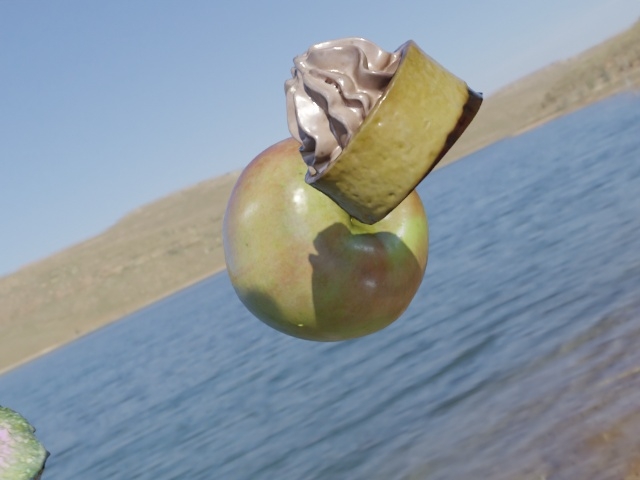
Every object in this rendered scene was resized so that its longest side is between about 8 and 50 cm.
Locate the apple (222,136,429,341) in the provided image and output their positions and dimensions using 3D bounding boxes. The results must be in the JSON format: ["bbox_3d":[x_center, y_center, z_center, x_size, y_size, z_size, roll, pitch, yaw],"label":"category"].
[{"bbox_3d":[0.000,0.000,1.478,0.319,0.319,0.277,-26,0,-40],"label":"apple"}]

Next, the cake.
[{"bbox_3d":[0.044,-0.135,1.043,0.185,0.178,0.207,-47,3,34],"label":"cake"}]

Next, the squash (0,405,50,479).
[{"bbox_3d":[-0.437,0.322,0.941,0.310,0.308,0.310,13,13,-3],"label":"squash"}]
